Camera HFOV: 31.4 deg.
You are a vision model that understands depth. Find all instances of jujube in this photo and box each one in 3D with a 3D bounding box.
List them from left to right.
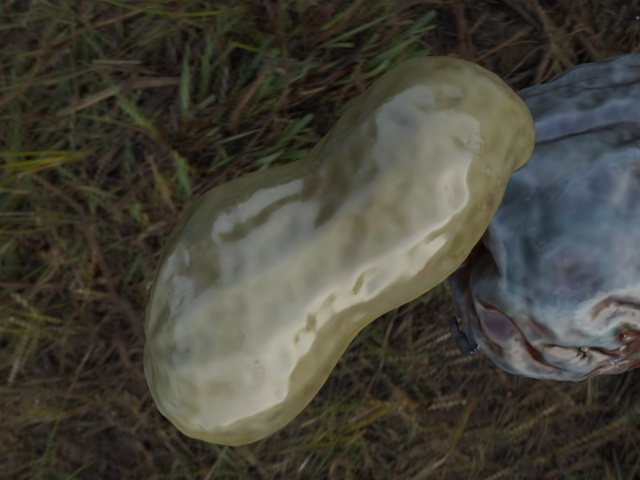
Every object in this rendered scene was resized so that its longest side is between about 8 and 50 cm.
[{"bbox_3d":[0.231,-0.022,0.770,0.317,0.226,0.226,-18,96,-7],"label":"jujube"}]

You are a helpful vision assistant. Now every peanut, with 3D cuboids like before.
[{"bbox_3d":[0.000,0.000,0.607,0.257,0.123,0.123,-45,87,6],"label":"peanut"}]
